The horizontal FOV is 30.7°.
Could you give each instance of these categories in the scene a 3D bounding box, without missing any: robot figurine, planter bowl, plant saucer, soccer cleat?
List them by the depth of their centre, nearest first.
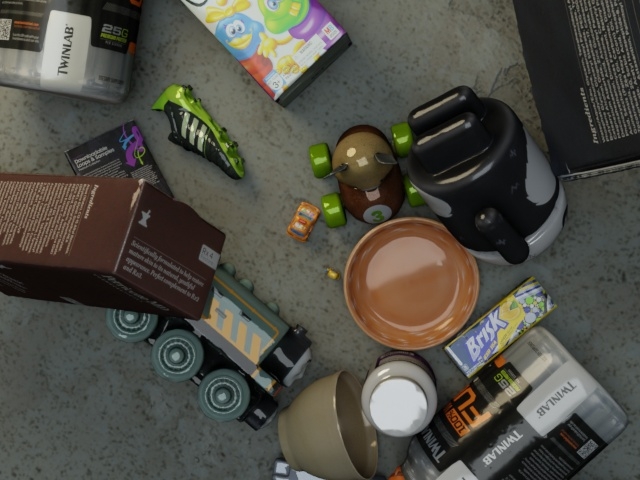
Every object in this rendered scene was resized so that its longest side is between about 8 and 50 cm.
[{"bbox_3d":[0.231,-0.086,1.609,0.278,0.173,0.209,47,65,-37],"label":"robot figurine"},{"bbox_3d":[0.004,0.279,1.696,0.109,0.162,0.162,-16,91,17],"label":"planter bowl"},{"bbox_3d":[0.134,0.062,1.721,0.200,0.037,0.200,0,98,0],"label":"plant saucer"},{"bbox_3d":[-0.181,-0.153,1.743,0.072,0.060,0.179,-40,82,15],"label":"soccer cleat"}]

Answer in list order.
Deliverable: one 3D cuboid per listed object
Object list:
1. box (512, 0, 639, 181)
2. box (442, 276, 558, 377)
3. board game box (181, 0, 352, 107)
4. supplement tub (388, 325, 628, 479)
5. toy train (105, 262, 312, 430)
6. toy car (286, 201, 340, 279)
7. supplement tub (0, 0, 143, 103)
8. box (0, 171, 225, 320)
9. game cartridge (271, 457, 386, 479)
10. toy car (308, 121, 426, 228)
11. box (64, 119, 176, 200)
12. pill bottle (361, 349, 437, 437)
[{"bbox_3d":[0.557,-0.276,1.410,0.480,0.472,0.297,-14,89,-12],"label":"box"},{"bbox_3d":[0.260,0.127,1.703,0.169,0.054,0.059,-39,85,-2],"label":"box"},{"bbox_3d":[-0.102,-0.343,1.681,0.144,0.142,0.275,-44,88,5],"label":"board game box"},{"bbox_3d":[0.260,0.289,1.650,0.316,0.193,0.193,-44,88,4],"label":"supplement tub"},{"bbox_3d":[-0.170,0.125,1.715,0.334,0.142,0.190,40,85,2],"label":"toy train"},{"bbox_3d":[0.000,0.000,1.737,0.060,0.040,0.122,-45,88,5],"label":"toy car"},{"bbox_3d":[-0.355,-0.375,1.670,0.207,0.207,0.338,9,94,4],"label":"supplement tub"},{"bbox_3d":[-0.344,0.004,1.604,0.381,0.191,0.143,2,69,34],"label":"box"},{"bbox_3d":[0.005,0.488,1.751,0.198,0.062,0.297,9,93,0],"label":"game cartridge"},{"bbox_3d":[0.065,-0.095,1.654,0.155,0.188,0.149,-14,91,5],"label":"toy car"},{"bbox_3d":[-0.296,-0.086,1.748,0.116,0.029,0.162,-27,91,-16],"label":"box"},{"bbox_3d":[0.113,0.220,1.659,0.108,0.193,0.108,0,93,5],"label":"pill bottle"}]
